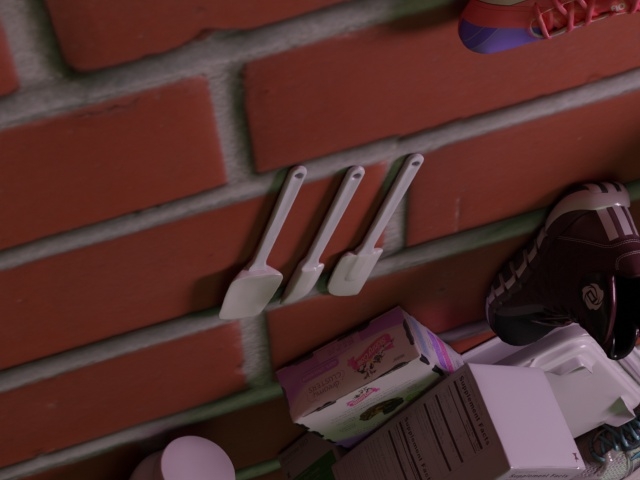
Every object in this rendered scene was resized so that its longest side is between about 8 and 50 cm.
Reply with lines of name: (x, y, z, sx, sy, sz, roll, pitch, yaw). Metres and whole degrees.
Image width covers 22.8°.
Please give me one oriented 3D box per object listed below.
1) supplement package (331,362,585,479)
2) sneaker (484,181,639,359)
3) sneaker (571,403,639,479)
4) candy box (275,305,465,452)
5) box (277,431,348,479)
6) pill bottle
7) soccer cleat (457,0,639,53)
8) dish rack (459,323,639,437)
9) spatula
supplement package: (0.154, 0.257, 1.809, 0.139, 0.134, 0.244, 8, 141, -44)
sneaker: (0.269, 0.077, 1.694, 0.106, 0.162, 0.281, -8, 148, -21)
sneaker: (0.438, 0.256, 2.198, 0.283, 0.110, 0.122, -25, 133, 2)
candy box: (0.068, 0.166, 1.810, 0.165, 0.070, 0.196, -28, 151, 13)
box: (0.024, 0.280, 1.954, 0.102, 0.087, 0.101, 11, 138, -43)
pill bottle: (-0.180, 0.319, 1.854, 0.121, 0.121, 0.216, -2, 146, -31)
soccer cleat: (0.226, -0.207, 1.260, 0.248, 0.095, 0.083, -28, 150, 12)
dish rack: (0.268, 0.206, 2.010, 0.285, 0.072, 0.333, -28, 149, 14)
spatula: (0.000, 0.000, 1.541, 0.168, 0.019, 0.242, -6, 148, -24)
